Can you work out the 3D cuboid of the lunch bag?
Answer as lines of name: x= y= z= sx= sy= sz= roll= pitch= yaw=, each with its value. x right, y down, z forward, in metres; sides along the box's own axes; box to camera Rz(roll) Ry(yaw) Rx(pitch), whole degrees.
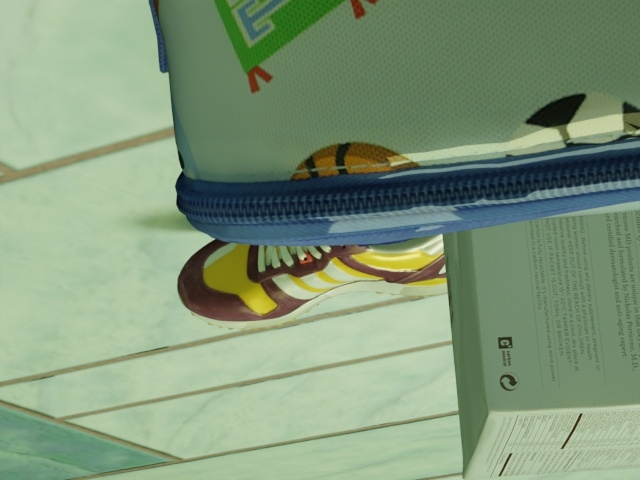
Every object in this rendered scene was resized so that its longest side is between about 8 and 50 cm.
lunch bag: x=0.070 y=-0.082 z=0.461 sx=0.243 sy=0.115 sz=0.303 roll=-9 pitch=-167 yaw=8

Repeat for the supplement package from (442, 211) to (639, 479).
supplement package: x=0.166 y=0.004 z=0.748 sx=0.203 sy=0.194 sz=0.149 roll=-3 pitch=160 yaw=0

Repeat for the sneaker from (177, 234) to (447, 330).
sneaker: x=0.000 y=0.000 z=0.907 sx=0.185 sy=0.070 sz=0.084 roll=-12 pitch=150 yaw=4
